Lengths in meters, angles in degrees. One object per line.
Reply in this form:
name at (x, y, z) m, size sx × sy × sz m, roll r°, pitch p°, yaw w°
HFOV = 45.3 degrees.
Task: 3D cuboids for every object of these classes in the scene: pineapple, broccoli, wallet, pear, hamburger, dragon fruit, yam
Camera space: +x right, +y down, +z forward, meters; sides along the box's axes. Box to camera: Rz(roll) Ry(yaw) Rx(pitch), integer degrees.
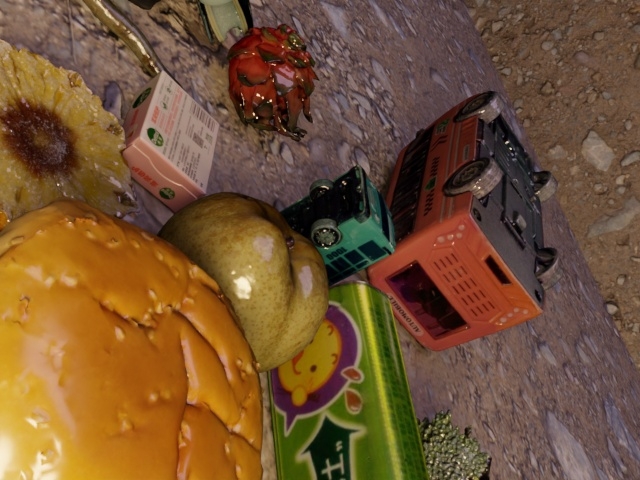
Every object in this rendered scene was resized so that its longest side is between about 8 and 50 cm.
pineapple at (-0.231, -0.075, 0.600) m, size 0.221 × 0.047 × 0.221 m, roll 40°, pitch 32°, yaw -32°
broccoli at (0.140, 0.256, 0.865) m, size 0.122 × 0.118 × 0.204 m, roll 55°, pitch 8°, yaw 18°
wallet at (-0.138, -0.374, 0.924) m, size 0.250 × 0.074 × 0.176 m, roll 83°, pitch -8°, yaw -67°
pear at (-0.069, 0.036, 0.663) m, size 0.167 × 0.136 × 0.167 m, roll 42°, pitch 12°, yaw -11°
hamburger at (-0.131, 0.106, 0.449) m, size 0.244 × 0.163 × 0.244 m, roll 44°, pitch 27°, yaw -30°
dragon fruit at (-0.059, -0.203, 0.971) m, size 0.130 × 0.121 × 0.142 m, roll 20°, pitch 65°, yaw -8°
yam at (-0.219, -0.233, 0.818) m, size 0.234 × 0.029 × 0.027 m, roll 48°, pitch 54°, yaw -24°

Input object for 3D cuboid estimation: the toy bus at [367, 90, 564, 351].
toy bus at (0.217, -0.042, 1.164) m, size 0.203 × 0.233 × 0.427 m, roll 50°, pitch 29°, yaw -18°

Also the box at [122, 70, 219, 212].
box at (-0.151, -0.100, 0.770) m, size 0.089 × 0.043 × 0.125 m, roll 43°, pitch 30°, yaw -30°

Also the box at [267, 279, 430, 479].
box at (0.030, 0.210, 0.660) m, size 0.097 × 0.134 × 0.346 m, roll 36°, pitch 33°, yaw -42°

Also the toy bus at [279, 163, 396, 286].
toy bus at (0.000, 0.000, 0.800) m, size 0.092 × 0.160 × 0.079 m, roll 41°, pitch 31°, yaw -37°

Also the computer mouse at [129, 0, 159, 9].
computer mouse at (-0.241, -0.379, 0.836) m, size 0.170 × 0.100 × 0.269 m, roll 48°, pitch 23°, yaw -50°
